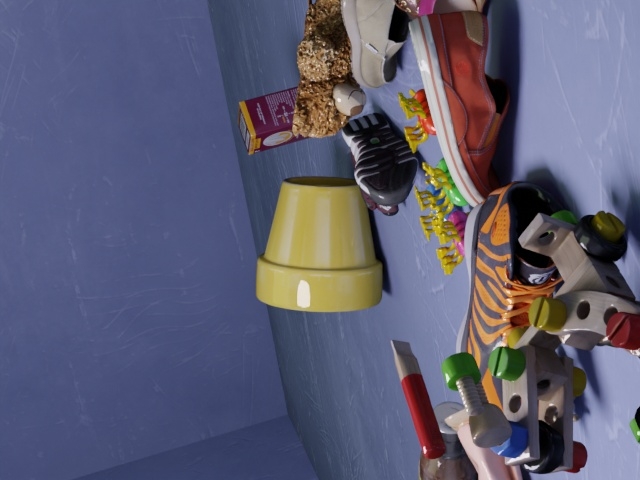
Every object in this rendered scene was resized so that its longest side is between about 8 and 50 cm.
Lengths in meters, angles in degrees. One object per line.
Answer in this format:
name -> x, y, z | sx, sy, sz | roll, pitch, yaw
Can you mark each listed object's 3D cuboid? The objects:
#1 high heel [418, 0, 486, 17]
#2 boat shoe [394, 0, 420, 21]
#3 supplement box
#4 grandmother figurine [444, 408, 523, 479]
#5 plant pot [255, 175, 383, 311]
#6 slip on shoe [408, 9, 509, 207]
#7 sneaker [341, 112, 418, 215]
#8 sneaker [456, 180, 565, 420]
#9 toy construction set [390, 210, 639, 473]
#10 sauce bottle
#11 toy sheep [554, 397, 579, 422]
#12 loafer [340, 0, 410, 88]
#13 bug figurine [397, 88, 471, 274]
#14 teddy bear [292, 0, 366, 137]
high heel -> 0.178, -0.288, 1.560 | 0.117, 0.082, 0.244 | -102, 18, -46
boat shoe -> 0.131, -0.345, 1.713 | 0.073, 0.073, 0.207 | -125, 25, -54
supplement box -> -0.068, -0.251, 2.585 | 0.104, 0.188, 0.081 | 107, 146, -71
grandmother figurine -> 0.295, 0.421, 1.948 | 0.208, 0.104, 0.342 | 28, -142, -66
plant pot -> 0.000, 0.000, 2.510 | 0.254, 0.254, 0.239 | -142, 52, -73
slip on shoe -> 0.195, -0.158, 1.608 | 0.331, 0.101, 0.123 | 67, -169, -47
sneaker -> 0.116, -0.093, 2.155 | 0.281, 0.106, 0.162 | -104, -2, -58
sneaker -> 0.241, 0.081, 1.539 | 0.180, 0.124, 0.321 | 129, 136, -76
toy construction set -> 0.225, 0.096, 1.333 | 0.257, 0.309, 0.237 | 99, 159, -48
sauce bottle -> 0.228, 0.413, 2.231 | 0.344, 0.111, 0.111 | 88, 163, -45
toy sheep -> 0.293, 0.208, 1.657 | 0.091, 0.091, 0.132 | 129, 143, -77
loafer -> 0.092, -0.315, 1.932 | 0.268, 0.092, 0.102 | 63, -146, -65
bug figurine -> 0.179, -0.084, 1.841 | 0.279, 0.072, 0.216 | 76, 177, -48
teddy bear -> 0.029, -0.330, 2.041 | 0.245, 0.113, 0.338 | 39, -122, -82
